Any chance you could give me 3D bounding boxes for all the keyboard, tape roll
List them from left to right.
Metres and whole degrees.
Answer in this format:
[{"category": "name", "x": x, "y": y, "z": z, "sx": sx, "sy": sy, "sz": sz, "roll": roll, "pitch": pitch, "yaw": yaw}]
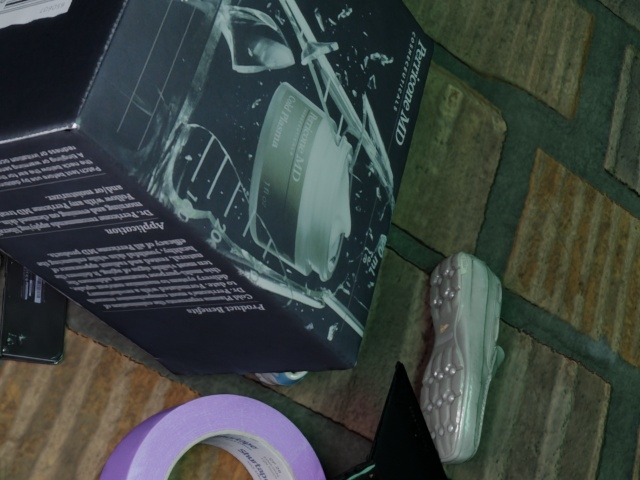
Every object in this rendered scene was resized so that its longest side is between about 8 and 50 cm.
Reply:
[{"category": "keyboard", "x": -0.347, "y": 0.051, "z": 1.308, "sx": 0.108, "sy": 0.023, "sz": 0.180, "roll": 14, "pitch": 66, "yaw": -37}, {"category": "tape roll", "x": -0.124, "y": 0.324, "z": 1.325, "sx": 0.275, "sy": 0.090, "sz": 0.274, "roll": 12, "pitch": 68, "yaw": -32}]

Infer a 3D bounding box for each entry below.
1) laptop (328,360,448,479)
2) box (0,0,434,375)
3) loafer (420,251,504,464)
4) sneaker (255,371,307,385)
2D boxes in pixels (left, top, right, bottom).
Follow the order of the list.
[{"category": "laptop", "x": 0.037, "y": 0.421, "z": 1.354, "sx": 0.408, "sy": 0.236, "sz": 0.382, "roll": -26, "pitch": 104, "yaw": -16}, {"category": "box", "x": -0.141, "y": -0.163, "z": 1.265, "sx": 0.472, "sy": 0.297, "sz": 0.479, "roll": 45, "pitch": 51, "yaw": -44}, {"category": "loafer", "x": 0.213, "y": 0.167, "z": 1.594, "sx": 0.111, "sy": 0.112, "sz": 0.319, "roll": 23, "pitch": 58, "yaw": -25}, {"category": "sneaker", "x": -0.036, "y": 0.072, "z": 1.443, "sx": 0.087, "sy": 0.092, "sz": 0.228, "roll": 3, "pitch": 83, "yaw": -21}]
